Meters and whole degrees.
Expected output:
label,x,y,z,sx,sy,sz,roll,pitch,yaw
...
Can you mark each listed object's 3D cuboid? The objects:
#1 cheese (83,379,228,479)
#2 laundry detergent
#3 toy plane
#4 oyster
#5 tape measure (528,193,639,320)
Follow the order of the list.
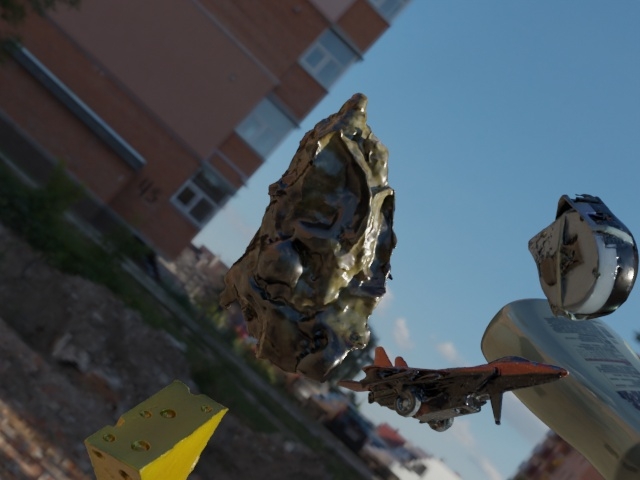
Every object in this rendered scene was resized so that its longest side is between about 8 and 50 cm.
label,x,y,z,sx,sy,sz,roll,pitch,yaw
cheese,-0.204,0.253,1.326,0.093,0.171,0.126,23,-41,24
laundry detergent,0.418,0.243,1.409,0.264,0.124,0.398,12,26,-36
toy plane,0.111,0.121,0.829,0.189,0.061,0.130,-3,-24,40
oyster,0.007,-0.009,1.287,0.221,0.361,0.096,28,0,21
tape measure,0.213,0.014,0.828,0.054,0.091,0.094,8,43,-24
